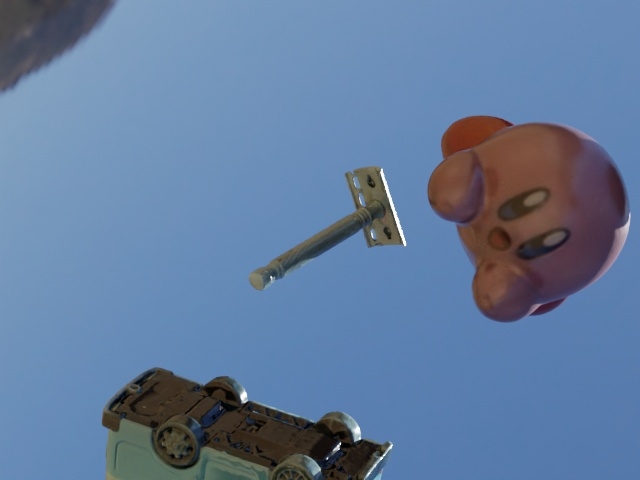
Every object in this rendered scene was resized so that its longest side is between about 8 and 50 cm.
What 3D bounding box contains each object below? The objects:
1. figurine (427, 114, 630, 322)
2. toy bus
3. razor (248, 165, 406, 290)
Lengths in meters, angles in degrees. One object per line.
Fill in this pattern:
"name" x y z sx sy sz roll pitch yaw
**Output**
"figurine" 0.265 -0.040 2.124 0.211 0.270 0.261 -23 -178 15
"toy bus" -0.083 0.244 1.767 0.133 0.271 0.165 -40 143 -61
"razor" 0.000 0.000 2.143 0.232 0.106 0.068 -30 -163 -38
